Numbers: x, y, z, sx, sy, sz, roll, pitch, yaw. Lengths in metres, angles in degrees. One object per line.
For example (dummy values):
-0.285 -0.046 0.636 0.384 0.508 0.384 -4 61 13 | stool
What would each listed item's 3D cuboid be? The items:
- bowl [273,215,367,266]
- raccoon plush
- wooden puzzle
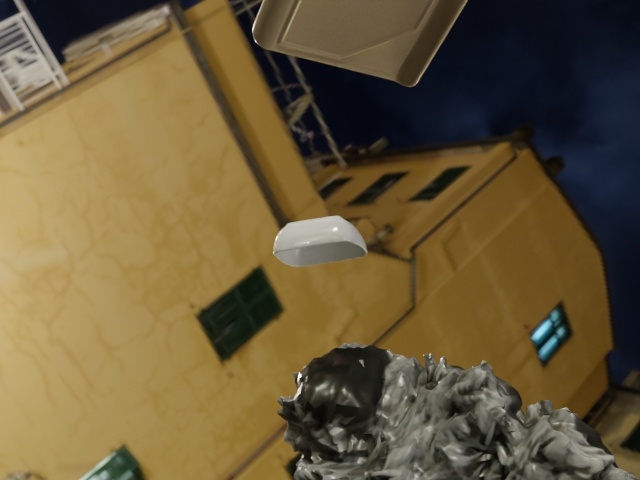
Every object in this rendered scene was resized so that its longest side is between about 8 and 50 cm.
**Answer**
0.000 0.000 1.562 0.142 0.142 0.053 41 42 -70 | bowl
0.045 0.268 0.516 0.216 0.299 0.446 21 -27 27 | raccoon plush
0.056 -0.313 1.213 0.239 0.044 0.221 14 -44 -17 | wooden puzzle
